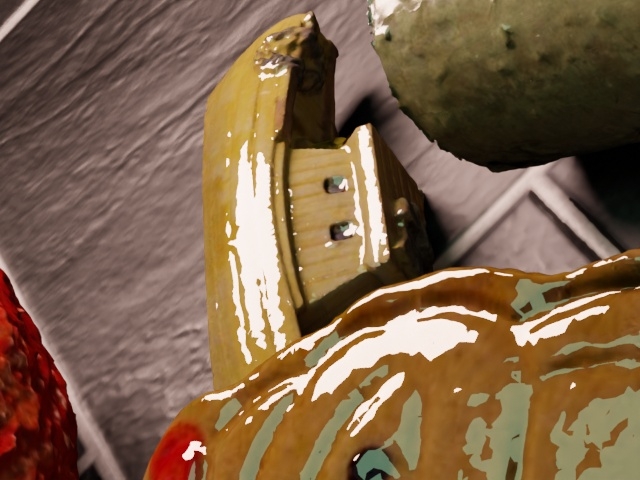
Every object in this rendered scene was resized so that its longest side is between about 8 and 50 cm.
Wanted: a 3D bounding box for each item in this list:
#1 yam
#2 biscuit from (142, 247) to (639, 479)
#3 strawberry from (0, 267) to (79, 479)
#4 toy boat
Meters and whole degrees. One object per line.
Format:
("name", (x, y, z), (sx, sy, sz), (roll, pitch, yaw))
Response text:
("yam", (0.184, -0.137, 0.949), (0.304, 0.168, 0.168), (-11, 54, 36))
("biscuit", (0.067, 0.162, 0.839), (0.381, 0.074, 0.359), (12, 80, 34))
("strawberry", (-0.242, 0.141, 1.098), (0.257, 0.257, 0.277), (-38, 68, 14))
("toy boat", (0.000, 0.000, 1.075), (0.121, 0.089, 0.321), (-21, 48, 19))
